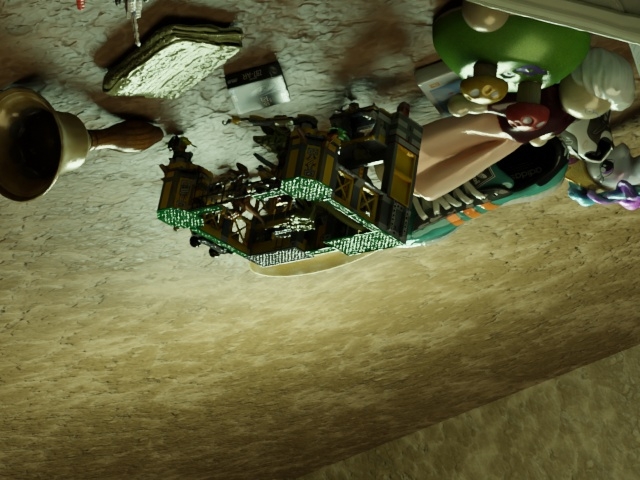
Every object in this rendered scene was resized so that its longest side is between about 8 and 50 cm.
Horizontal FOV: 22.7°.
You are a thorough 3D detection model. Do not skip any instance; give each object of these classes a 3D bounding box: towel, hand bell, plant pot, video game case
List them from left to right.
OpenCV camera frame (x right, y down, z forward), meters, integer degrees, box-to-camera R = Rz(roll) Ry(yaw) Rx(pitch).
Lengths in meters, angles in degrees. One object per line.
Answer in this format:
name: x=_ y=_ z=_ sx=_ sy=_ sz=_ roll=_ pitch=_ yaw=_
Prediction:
hand bell: x=-0.264 y=-0.115 z=1.831 sx=0.126 sy=0.126 sz=0.242 roll=-26 pitch=172 yaw=32
towel: x=-0.162 y=-0.196 z=1.742 sx=0.110 sy=0.027 sz=0.148 roll=1 pitch=156 yaw=-42
plant pot: x=0.000 y=0.000 z=2.469 sx=0.236 sy=0.032 sz=0.236 roll=-14 pitch=162 yaw=-4
video game case: x=0.236 y=-0.205 z=2.035 sx=0.193 sy=0.023 sz=0.212 roll=-18 pitch=162 yaw=13

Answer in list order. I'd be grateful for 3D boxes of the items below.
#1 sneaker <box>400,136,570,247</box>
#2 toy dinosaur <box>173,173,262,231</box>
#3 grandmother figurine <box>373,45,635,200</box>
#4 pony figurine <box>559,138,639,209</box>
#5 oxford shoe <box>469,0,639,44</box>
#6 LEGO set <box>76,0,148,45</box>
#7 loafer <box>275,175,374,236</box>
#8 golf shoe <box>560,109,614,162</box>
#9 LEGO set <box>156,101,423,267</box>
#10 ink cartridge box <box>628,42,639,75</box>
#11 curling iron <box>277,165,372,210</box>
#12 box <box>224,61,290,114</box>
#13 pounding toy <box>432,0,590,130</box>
sneaker: x=0.211 y=-0.084 z=2.272 sx=0.302 sy=0.108 sz=0.121 roll=-22 pitch=162 yaw=-4
toy dinosaur: x=-0.120 y=-0.065 z=2.172 sx=0.183 sy=0.053 sz=0.092 roll=-19 pitch=180 yaw=-7
grandmother figurine: x=0.244 y=-0.149 z=2.018 sx=0.342 sy=0.104 sz=0.208 roll=-23 pitch=169 yaw=33
pony figurine: x=0.565 y=-0.087 z=2.342 sx=0.363 sy=0.303 sz=0.351 roll=-23 pitch=129 yaw=34
oxford shoe: x=0.327 y=-0.258 z=1.489 sx=0.449 sy=0.130 sz=0.169 roll=15 pitch=-153 yaw=13
LEGO set: x=-0.176 y=-0.258 z=1.495 sx=0.182 sy=0.060 sz=0.244 roll=-23 pitch=161 yaw=36
loafer: x=0.008 y=-0.053 z=2.185 sx=0.080 sy=0.078 sz=0.220 roll=-4 pitch=172 yaw=-40
golf shoe: x=0.363 y=-0.146 z=2.180 sx=0.077 sy=0.094 sz=0.198 roll=-23 pitch=173 yaw=21
LEGO set: x=-0.033 y=-0.101 z=1.969 sx=0.255 sy=0.192 sz=0.331 roll=25 pitch=153 yaw=-33
ink cartridge box: x=0.391 y=-0.166 z=1.682 sx=0.067 sy=0.198 sz=0.115 roll=-12 pitch=159 yaw=-6
curling iron: x=0.010 y=-0.072 z=2.246 sx=0.068 sy=0.035 sz=0.274 roll=2 pitch=156 yaw=-41
box: x=-0.073 y=-0.179 z=1.878 sx=0.067 sy=0.018 sz=0.083 roll=-14 pitch=162 yaw=1
pounding toy: x=0.220 y=-0.196 z=1.808 sx=0.183 sy=0.110 sz=0.237 roll=7 pitch=167 yaw=-6
